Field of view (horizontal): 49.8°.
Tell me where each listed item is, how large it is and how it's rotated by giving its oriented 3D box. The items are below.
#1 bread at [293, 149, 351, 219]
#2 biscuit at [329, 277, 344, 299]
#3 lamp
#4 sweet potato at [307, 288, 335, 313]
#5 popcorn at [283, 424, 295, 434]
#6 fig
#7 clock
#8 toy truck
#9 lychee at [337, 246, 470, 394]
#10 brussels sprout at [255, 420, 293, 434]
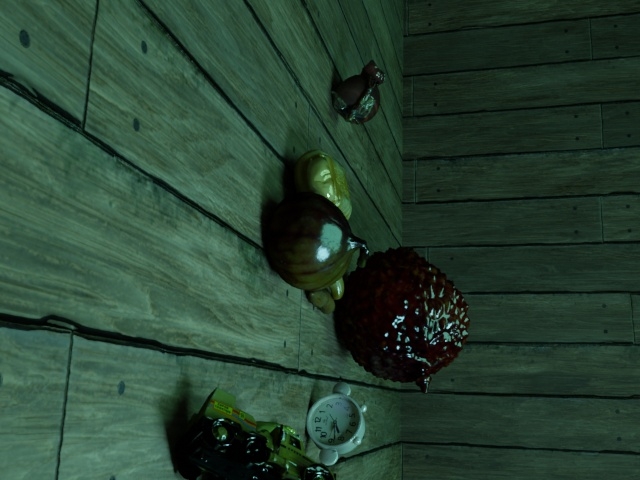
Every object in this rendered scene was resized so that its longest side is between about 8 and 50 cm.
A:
[{"bbox_3d":[0.004,-0.140,1.801,0.311,0.121,0.173,21,58,-77],"label":"bread"},{"bbox_3d":[0.019,0.046,1.913,0.208,0.047,0.164,71,3,-48],"label":"biscuit"},{"bbox_3d":[0.125,-0.462,2.244,0.223,0.215,0.151,-43,103,-29],"label":"lamp"},{"bbox_3d":[0.001,0.160,1.914,0.218,0.051,0.065,48,28,-67],"label":"sweet potato"},{"bbox_3d":[-0.083,0.444,1.552,0.059,0.068,0.083,-37,168,-21],"label":"popcorn"},{"bbox_3d":[-0.017,-0.003,1.586,0.235,0.214,0.235,35,44,-42],"label":"fig"},{"bbox_3d":[0.044,0.489,1.835,0.063,0.155,0.229,70,27,-52],"label":"clock"},{"bbox_3d":[-0.100,0.356,1.128,0.127,0.257,0.127,-48,-165,32],"label":"toy truck"},{"bbox_3d":[0.264,0.256,2.163,0.425,0.424,0.500,66,4,-56],"label":"lychee"},{"bbox_3d":[-0.105,0.438,1.258,0.223,0.161,0.223,-6,90,-69],"label":"brussels sprout"}]
